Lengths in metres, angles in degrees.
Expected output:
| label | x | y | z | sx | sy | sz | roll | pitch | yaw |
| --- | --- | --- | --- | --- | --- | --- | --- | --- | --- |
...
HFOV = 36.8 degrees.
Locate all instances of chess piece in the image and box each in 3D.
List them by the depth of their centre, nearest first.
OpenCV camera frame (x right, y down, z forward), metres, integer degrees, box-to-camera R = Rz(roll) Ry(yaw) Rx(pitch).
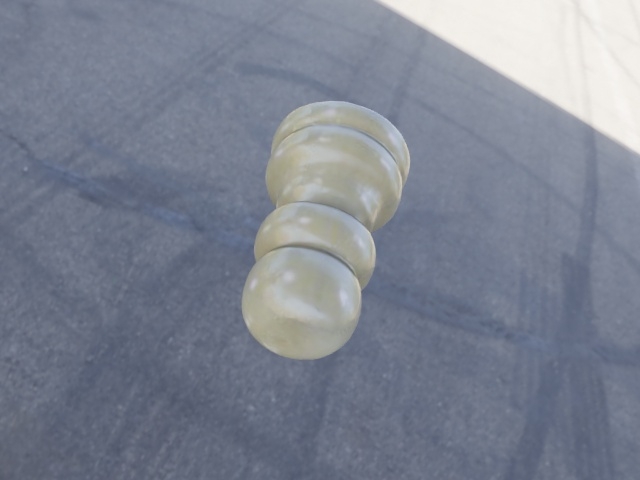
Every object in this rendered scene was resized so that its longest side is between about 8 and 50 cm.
| label | x | y | z | sx | sy | sz | roll | pitch | yaw |
| --- | --- | --- | --- | --- | --- | --- | --- | --- | --- |
| chess piece | 0.000 | 0.000 | 1.057 | 0.167 | 0.167 | 0.300 | 24 | 47 | -11 |
